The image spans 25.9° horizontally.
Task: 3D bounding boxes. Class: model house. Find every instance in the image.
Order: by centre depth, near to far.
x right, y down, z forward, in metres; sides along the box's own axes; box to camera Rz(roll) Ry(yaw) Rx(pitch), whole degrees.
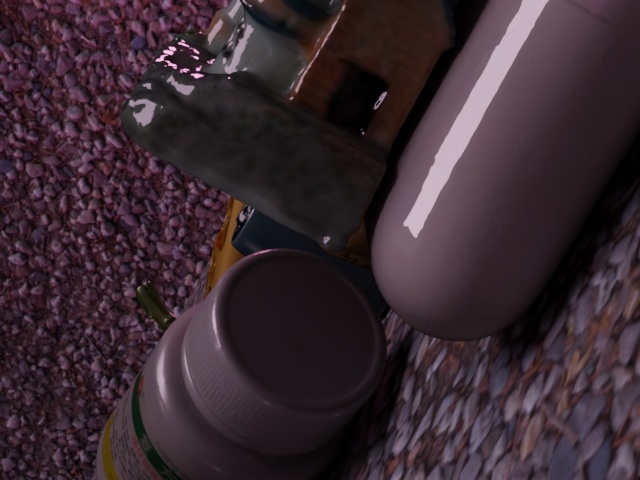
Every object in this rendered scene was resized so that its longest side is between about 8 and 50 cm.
[{"bbox_3d":[0.017,-0.202,1.077,0.325,0.194,0.267,-58,8,18],"label":"model house"}]

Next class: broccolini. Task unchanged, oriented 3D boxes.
[{"bbox_3d":[-0.094,0.090,1.577,0.123,0.271,0.062,-62,-22,-6],"label":"broccolini"}]

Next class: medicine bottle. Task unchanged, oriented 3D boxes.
[{"bbox_3d":[-0.082,0.168,1.390,0.339,0.208,0.208,-53,13,50],"label":"medicine bottle"}]

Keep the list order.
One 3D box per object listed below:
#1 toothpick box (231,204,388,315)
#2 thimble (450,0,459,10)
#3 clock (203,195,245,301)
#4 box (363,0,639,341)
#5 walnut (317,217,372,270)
[{"bbox_3d":[0.000,0.000,1.495,0.120,0.184,0.120,-60,8,15],"label":"toothpick box"},{"bbox_3d":[0.176,-0.241,1.286,0.245,0.157,0.217,-64,11,0],"label":"thimble"},{"bbox_3d":[-0.050,0.048,1.704,0.244,0.200,0.317,-92,22,-78],"label":"clock"},{"bbox_3d":[0.151,-0.104,1.059,0.349,0.141,0.288,-61,7,14],"label":"box"},{"bbox_3d":[0.060,-0.082,1.378,0.198,0.198,0.245,-53,13,49],"label":"walnut"}]
